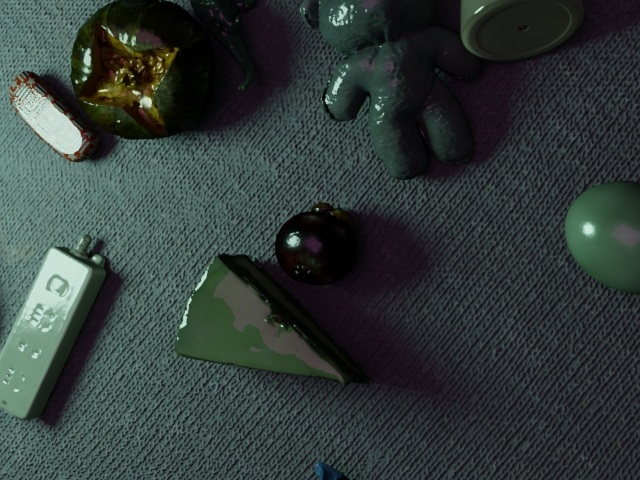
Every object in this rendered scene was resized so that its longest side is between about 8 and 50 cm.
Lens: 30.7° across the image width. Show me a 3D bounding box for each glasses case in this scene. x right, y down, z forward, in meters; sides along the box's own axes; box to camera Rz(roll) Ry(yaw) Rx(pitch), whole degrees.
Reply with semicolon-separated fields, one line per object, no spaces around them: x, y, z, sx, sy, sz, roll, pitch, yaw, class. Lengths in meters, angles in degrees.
-0.450;-0.205;1.969;0.194;0.049;0.073;44;102;17;glasses case

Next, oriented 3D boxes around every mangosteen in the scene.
0.000;0.000;1.770;0.140;0.140;0.140;-1;86;19;mangosteen

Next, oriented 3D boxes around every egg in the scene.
0.429;-0.003;1.595;0.192;0.149;0.149;21;93;15;egg

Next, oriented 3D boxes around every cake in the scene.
-0.079;0.174;1.763;0.283;0.158;0.172;41;100;14;cake

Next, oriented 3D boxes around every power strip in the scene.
-0.454;0.145;1.941;0.098;0.058;0.338;27;95;19;power strip

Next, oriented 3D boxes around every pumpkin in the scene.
-0.279;-0.274;1.852;0.238;0.159;0.238;4;108;12;pumpkin

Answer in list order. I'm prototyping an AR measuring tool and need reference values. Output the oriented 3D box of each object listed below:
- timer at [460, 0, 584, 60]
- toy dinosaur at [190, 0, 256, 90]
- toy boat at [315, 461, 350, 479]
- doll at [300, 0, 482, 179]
0.269;-0.418;1.697;0.175;0.175;0.266;-16;66;17;timer
-0.150;-0.382;1.865;0.120;0.079;0.292;-40;74;18;toy dinosaur
-0.019;0.442;1.748;0.097;0.100;0.223;14;89;6;toy boat
0.109;-0.263;1.746;0.246;0.158;0.340;-24;107;8;doll
